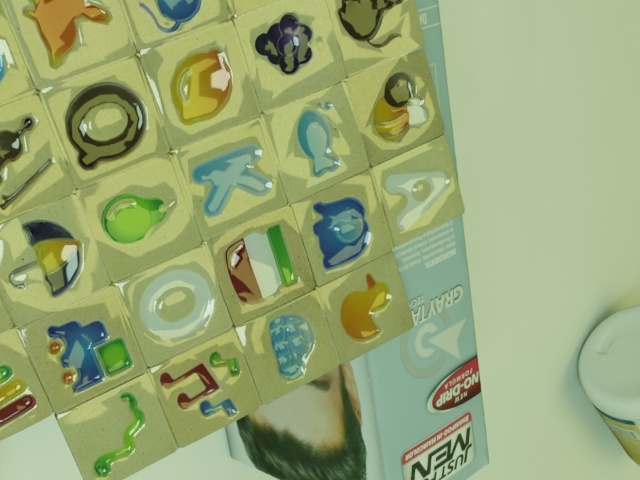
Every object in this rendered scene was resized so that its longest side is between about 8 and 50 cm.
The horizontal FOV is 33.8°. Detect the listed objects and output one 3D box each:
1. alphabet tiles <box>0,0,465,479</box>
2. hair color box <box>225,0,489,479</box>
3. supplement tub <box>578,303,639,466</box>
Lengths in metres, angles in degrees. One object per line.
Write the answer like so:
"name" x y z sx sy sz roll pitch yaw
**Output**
"alphabet tiles" -0.076 -0.025 0.598 0.343 0.011 0.285 -25 113 -19
"hair color box" 0.000 0.000 0.766 0.114 0.185 0.374 -25 114 -38
"supplement tub" 0.395 0.182 1.211 0.144 0.144 0.199 -57 131 -20
